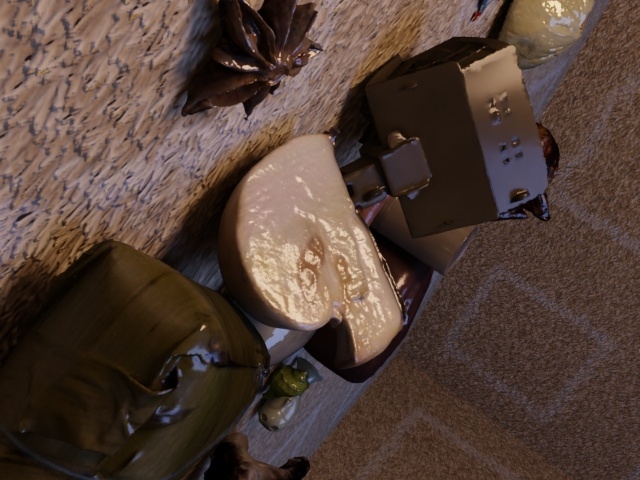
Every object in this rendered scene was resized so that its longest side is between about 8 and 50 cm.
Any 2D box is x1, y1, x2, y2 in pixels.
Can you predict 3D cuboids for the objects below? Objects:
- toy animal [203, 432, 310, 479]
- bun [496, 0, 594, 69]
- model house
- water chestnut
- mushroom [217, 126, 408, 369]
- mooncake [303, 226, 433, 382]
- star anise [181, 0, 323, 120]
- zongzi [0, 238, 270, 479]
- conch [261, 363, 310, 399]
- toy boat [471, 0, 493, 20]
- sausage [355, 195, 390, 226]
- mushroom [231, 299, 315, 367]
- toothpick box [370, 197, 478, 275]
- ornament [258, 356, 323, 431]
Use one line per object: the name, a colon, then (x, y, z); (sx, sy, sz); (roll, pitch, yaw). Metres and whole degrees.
toy animal: (-0.193, 0.517, 1.365); (0.344, 0.194, 0.302); (-58, 172, -1)
bun: (0.411, -0.403, 1.347); (0.220, 0.134, 0.220); (-53, 164, -23)
model house: (0.116, -0.120, 0.952); (0.243, 0.204, 0.211); (-28, 114, -15)
water chestnut: (0.445, -0.152, 1.765); (0.300, 0.300, 0.300); (-51, 165, -18)
mushroom: (-0.045, 0.034, 0.775); (0.173, 0.236, 0.162); (-20, 175, -39)
mooncake: (0.101, 0.122, 1.460); (0.334, 0.174, 0.326); (-26, 145, -62)
star anise: (-0.041, -0.146, 0.582); (0.129, 0.056, 0.124); (-19, 147, -43)
zongzi: (-0.195, 0.191, 0.636); (0.360, 0.160, 0.323); (-55, 165, -6)
conch: (-0.062, 0.283, 1.474); (0.089, 0.074, 0.121); (18, 133, -41)
toy boat: (0.269, -0.399, 1.127); (0.149, 0.034, 0.105); (-46, 172, 16)
sausage: (0.065, -0.024, 1.257); (0.186, 0.043, 0.043); (-60, 165, 16)
mushroom: (-0.099, 0.109, 0.920); (0.328, 0.122, 0.159); (-44, 126, -42)
toothpick box: (0.170, -0.033, 1.304); (0.111, 0.180, 0.111); (-49, 164, -20)
ornament: (-0.067, 0.324, 1.558); (0.156, 0.075, 0.081); (-48, -177, -23)
